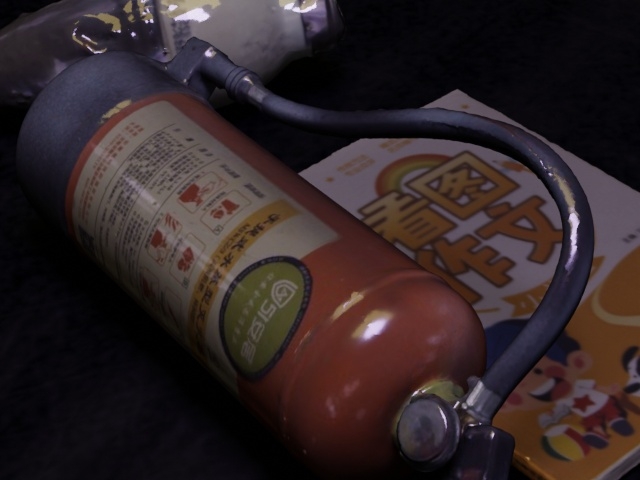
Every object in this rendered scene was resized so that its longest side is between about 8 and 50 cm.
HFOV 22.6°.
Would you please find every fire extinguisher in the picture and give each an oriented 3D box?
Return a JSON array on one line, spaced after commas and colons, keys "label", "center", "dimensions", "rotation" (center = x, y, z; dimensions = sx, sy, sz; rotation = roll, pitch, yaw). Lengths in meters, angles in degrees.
[{"label": "fire extinguisher", "center": [-0.009, 0.002, 0.809], "dimensions": [0.113, 0.200, 0.376], "rotation": [0, 31, -44]}]

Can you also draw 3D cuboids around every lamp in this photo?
[{"label": "lamp", "center": [-0.106, -0.126, 1.036], "dimensions": [0.250, 0.101, 0.101], "rotation": [-12, 39, -1]}]

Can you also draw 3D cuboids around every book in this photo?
[{"label": "book", "center": [0.106, 0.017, 0.909], "dimensions": [0.208, 0.020, 0.295], "rotation": [-30, 46, -29]}]
